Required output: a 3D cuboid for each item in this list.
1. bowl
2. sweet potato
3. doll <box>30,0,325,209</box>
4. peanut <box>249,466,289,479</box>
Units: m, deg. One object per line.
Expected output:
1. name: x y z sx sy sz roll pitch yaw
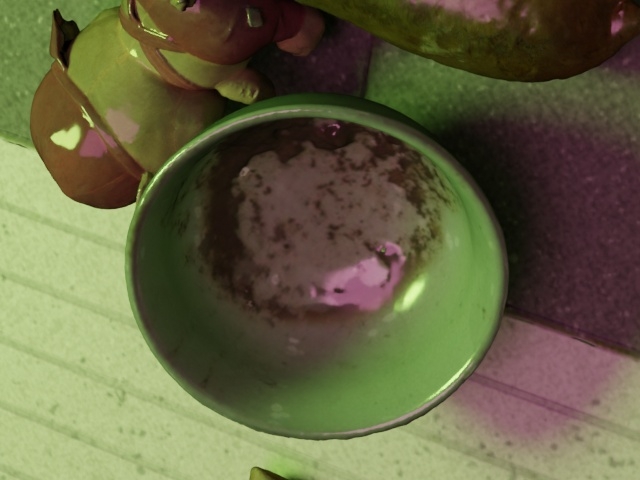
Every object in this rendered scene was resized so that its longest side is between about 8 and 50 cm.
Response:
1. bowl: 0.000 0.000 1.435 0.289 0.146 0.289 2 116 3
2. sweet potato: 0.038 -0.221 1.355 0.422 0.130 0.130 25 117 7
3. doll: -0.131 -0.143 1.478 0.256 0.152 0.196 -49 37 22
4. peanut: -0.023 0.264 1.595 0.076 0.076 0.152 -24 92 32
